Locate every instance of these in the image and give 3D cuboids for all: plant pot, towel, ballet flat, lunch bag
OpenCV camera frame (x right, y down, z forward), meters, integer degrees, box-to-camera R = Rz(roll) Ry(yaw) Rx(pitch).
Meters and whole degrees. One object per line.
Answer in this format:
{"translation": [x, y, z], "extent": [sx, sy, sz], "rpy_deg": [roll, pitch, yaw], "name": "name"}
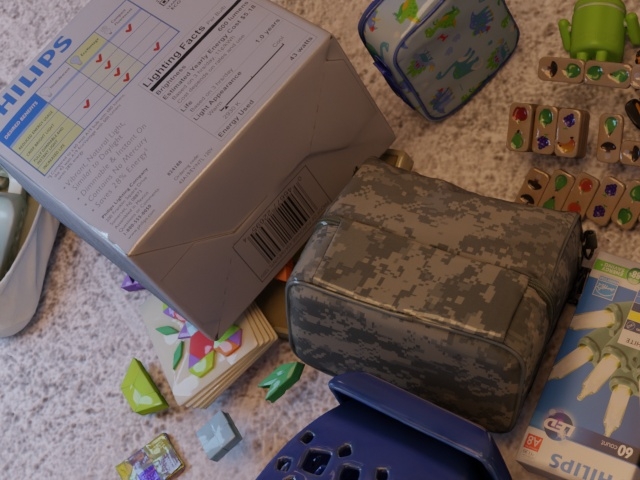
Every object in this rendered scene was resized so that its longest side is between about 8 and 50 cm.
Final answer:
{"translation": [0.080, 0.290, 1.606], "extent": [0.236, 0.236, 0.212], "rpy_deg": [23, 72, 27], "name": "plant pot"}
{"translation": [-0.215, 0.286, 1.843], "extent": [0.083, 0.009, 0.060], "rpy_deg": [-35, 62, 5], "name": "towel"}
{"translation": [-0.416, -0.068, 1.995], "extent": [0.139, 0.139, 0.400], "rpy_deg": [2, 70, 22], "name": "ballet flat"}
{"translation": [0.140, 0.043, 1.675], "extent": [0.305, 0.213, 0.256], "rpy_deg": [17, 59, 15], "name": "lunch bag"}
{"translation": [0.144, -0.253, 1.798], "extent": [0.176, 0.219, 0.090], "rpy_deg": [-46, 60, 0], "name": "lunch bag"}

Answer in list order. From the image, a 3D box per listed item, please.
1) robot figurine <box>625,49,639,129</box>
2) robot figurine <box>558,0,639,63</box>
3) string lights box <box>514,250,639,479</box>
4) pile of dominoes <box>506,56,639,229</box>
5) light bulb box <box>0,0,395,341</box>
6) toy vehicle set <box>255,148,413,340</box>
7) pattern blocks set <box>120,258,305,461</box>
{"translation": [0.501, -0.182, 1.706], "extent": [0.291, 0.085, 0.211], "rpy_deg": [22, 79, 27], "name": "robot figurine"}
{"translation": [0.344, -0.258, 1.808], "extent": [0.101, 0.067, 0.115], "rpy_deg": [-3, 68, 29], "name": "robot figurine"}
{"translation": [0.332, 0.157, 1.641], "extent": [0.133, 0.077, 0.260], "rpy_deg": [18, 77, 25], "name": "string lights box"}
{"translation": [0.341, -0.111, 1.712], "extent": [0.251, 0.040, 0.196], "rpy_deg": [10, 98, 30], "name": "pile of dominoes"}
{"translation": [-0.173, -0.133, 1.823], "extent": [0.358, 0.225, 0.361], "rpy_deg": [-48, 51, -10], "name": "light bulb box"}
{"translation": [0.000, 0.000, 1.858], "extent": [0.166, 0.035, 0.267], "rpy_deg": [12, 74, 25], "name": "toy vehicle set"}
{"translation": [-0.147, 0.106, 1.843], "extent": [0.285, 0.026, 0.325], "rpy_deg": [-51, 51, 5], "name": "pattern blocks set"}
